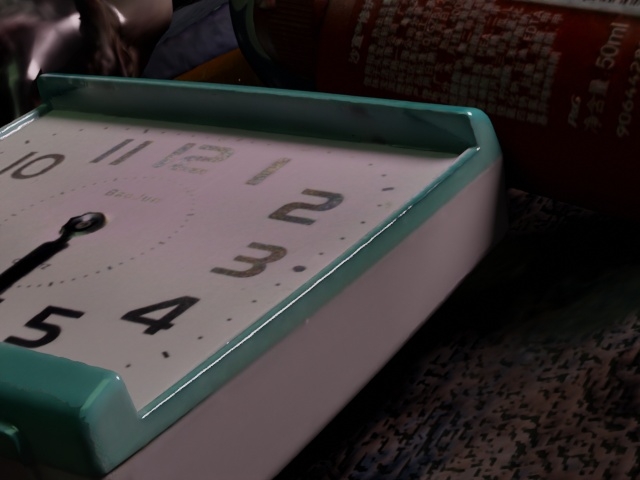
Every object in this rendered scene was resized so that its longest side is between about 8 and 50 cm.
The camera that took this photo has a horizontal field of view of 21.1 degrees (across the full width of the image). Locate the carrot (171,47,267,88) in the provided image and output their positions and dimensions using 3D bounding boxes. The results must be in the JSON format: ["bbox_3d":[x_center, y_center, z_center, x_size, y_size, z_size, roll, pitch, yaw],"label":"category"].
[{"bbox_3d":[-0.038,-0.095,1.095,0.225,0.067,0.067,-20,20,37],"label":"carrot"}]

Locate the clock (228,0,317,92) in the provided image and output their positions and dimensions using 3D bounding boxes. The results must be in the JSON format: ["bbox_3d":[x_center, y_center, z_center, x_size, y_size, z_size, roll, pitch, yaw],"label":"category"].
[{"bbox_3d":[0.067,-0.152,0.936,0.243,0.146,0.200,-24,55,7],"label":"clock"}]

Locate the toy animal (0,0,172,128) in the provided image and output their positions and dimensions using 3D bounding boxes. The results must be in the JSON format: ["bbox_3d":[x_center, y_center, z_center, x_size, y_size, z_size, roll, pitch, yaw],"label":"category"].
[{"bbox_3d":[-0.224,-0.046,0.914,0.344,0.194,0.303,-35,-12,-6],"label":"toy animal"}]

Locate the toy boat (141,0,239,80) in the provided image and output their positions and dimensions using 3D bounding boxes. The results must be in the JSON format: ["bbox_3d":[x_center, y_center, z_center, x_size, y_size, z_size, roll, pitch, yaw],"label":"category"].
[{"bbox_3d":[-0.124,-0.113,1.271,0.283,0.078,0.127,-16,19,43],"label":"toy boat"}]

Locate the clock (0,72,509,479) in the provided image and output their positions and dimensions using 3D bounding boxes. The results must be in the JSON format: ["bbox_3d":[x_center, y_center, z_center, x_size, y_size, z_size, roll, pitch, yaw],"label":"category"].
[{"bbox_3d":[-0.087,0.031,0.683,0.262,0.116,0.231,10,36,40],"label":"clock"}]

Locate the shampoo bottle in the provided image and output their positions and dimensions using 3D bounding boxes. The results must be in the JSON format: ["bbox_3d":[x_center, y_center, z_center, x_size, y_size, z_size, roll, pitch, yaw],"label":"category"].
[{"bbox_3d":[0.077,-0.083,0.722,0.314,0.076,0.118,20,90,56],"label":"shampoo bottle"}]
